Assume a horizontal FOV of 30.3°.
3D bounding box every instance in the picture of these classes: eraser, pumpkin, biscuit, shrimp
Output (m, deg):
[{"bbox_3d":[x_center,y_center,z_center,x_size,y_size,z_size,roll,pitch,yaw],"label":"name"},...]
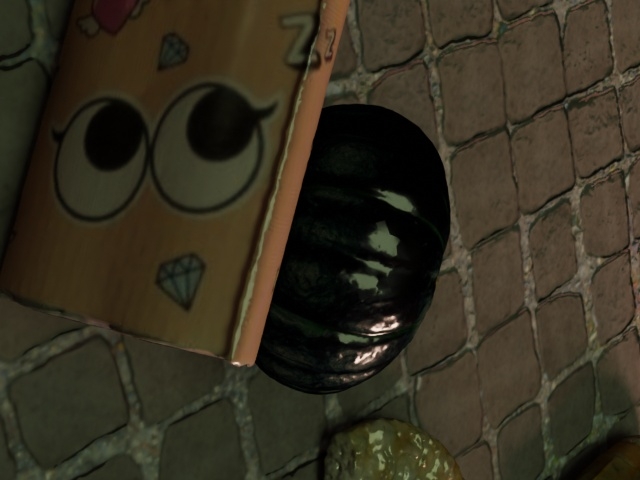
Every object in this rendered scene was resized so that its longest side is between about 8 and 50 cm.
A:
[{"bbox_3d":[-0.071,-0.088,0.664,0.087,0.171,0.291,23,80,-62],"label":"eraser"},{"bbox_3d":[0.013,0.004,0.751,0.150,0.194,0.194,35,71,-21],"label":"pumpkin"},{"bbox_3d":[0.057,0.253,0.925,0.188,0.040,0.266,-36,118,-35],"label":"biscuit"},{"bbox_3d":[0.259,0.269,1.130,0.236,0.053,0.133,-23,134,-43],"label":"shrimp"}]
